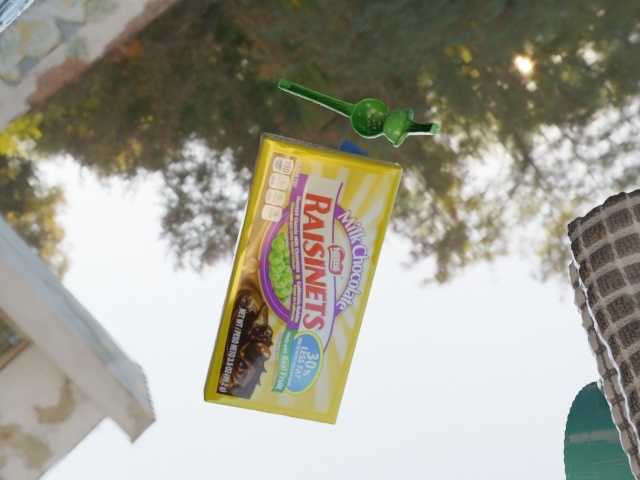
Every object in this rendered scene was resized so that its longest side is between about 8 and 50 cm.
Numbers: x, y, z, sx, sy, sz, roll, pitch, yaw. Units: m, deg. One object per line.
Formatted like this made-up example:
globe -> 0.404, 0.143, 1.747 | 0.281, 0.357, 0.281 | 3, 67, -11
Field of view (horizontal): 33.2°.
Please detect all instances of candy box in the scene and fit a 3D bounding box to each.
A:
candy box -> -0.015, 0.031, 0.793 | 0.027, 0.105, 0.206 | -118, -140, -73

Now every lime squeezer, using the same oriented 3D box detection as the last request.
lime squeezer -> 0.080, -0.176, 1.481 | 0.310, 0.110, 0.059 | 25, -103, 45

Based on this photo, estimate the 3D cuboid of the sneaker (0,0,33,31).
sneaker -> -0.221, -0.052, 0.530 | 0.262, 0.125, 0.104 | -35, 164, 18

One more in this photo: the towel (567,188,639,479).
towel -> 0.308, 0.057, 0.621 | 0.284, 0.121, 0.235 | -15, -125, 5

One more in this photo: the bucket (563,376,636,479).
bucket -> 0.448, 0.284, 1.363 | 0.183, 0.281, 0.281 | -15, -150, 40

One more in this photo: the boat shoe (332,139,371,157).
boat shoe -> 0.000, 0.000, 0.999 | 0.089, 0.109, 0.258 | -42, -176, 31
